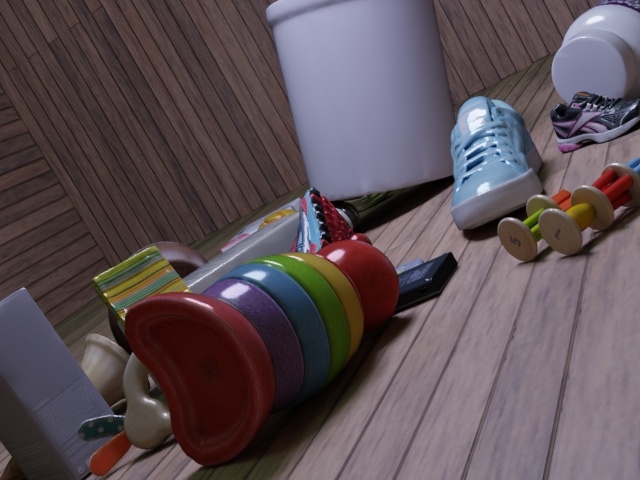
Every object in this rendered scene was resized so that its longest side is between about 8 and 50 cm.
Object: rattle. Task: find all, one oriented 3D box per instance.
[{"bbox_3d":[-0.184,0.195,1.140,0.200,0.130,0.143,-56,-6,5],"label":"rattle"}]

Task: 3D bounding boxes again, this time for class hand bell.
[{"bbox_3d":[-0.374,0.262,1.364,0.242,0.126,0.126,-48,17,-32],"label":"hand bell"}]

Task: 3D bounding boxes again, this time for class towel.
[{"bbox_3d":[-0.195,0.108,1.231,0.102,0.237,0.021,-34,-27,-21],"label":"towel"}]

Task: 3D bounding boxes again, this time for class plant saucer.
[{"bbox_3d":[-0.229,0.101,1.450,0.198,0.199,0.036,-35,20,-33],"label":"plant saucer"}]

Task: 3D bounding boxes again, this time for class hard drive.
[{"bbox_3d":[0.093,0.062,1.133,0.135,0.022,0.094,-25,9,29],"label":"hard drive"}]

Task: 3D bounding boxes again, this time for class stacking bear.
[{"bbox_3d":[-0.027,0.083,0.983,0.164,0.175,0.289,-25,1,44],"label":"stacking bear"}]

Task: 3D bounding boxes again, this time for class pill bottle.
[{"bbox_3d":[0.501,-0.320,1.550,0.169,0.169,0.301,-22,11,46],"label":"pill bottle"}]

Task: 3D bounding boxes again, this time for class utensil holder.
[{"bbox_3d":[0.090,-0.291,1.821,0.327,0.386,0.327,-11,5,1],"label":"utensil holder"}]

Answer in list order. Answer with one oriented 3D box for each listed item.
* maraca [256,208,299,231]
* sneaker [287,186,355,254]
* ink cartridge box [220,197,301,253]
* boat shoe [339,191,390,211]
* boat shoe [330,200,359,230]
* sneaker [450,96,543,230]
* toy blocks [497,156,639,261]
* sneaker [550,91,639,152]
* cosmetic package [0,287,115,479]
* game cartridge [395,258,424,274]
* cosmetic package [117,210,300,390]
[{"bbox_3d":[-0.083,0.012,1.873,0.127,0.099,0.186,-16,39,39],"label":"maraca"},{"bbox_3d":[-0.023,0.024,1.297,0.125,0.104,0.262,-33,27,17],"label":"sneaker"},{"bbox_3d":[-0.109,-0.003,2.073,0.158,0.092,0.218,-27,6,15],"label":"ink cartridge box"},{"bbox_3d":[0.086,-0.092,2.075,0.153,0.048,0.056,-25,9,33],"label":"boat shoe"},{"bbox_3d":[0.036,-0.048,1.851,0.068,0.081,0.228,-36,6,-14],"label":"boat shoe"},{"bbox_3d":[0.230,-0.122,1.343,0.135,0.150,0.366,-28,8,18],"label":"sneaker"},{"bbox_3d":[0.275,-0.040,0.993,0.148,0.054,0.123,-33,9,-25],"label":"toy blocks"},{"bbox_3d":[0.405,-0.187,1.390,0.072,0.077,0.178,-36,11,-35],"label":"sneaker"},{"bbox_3d":[-0.367,0.191,1.189,0.127,0.238,0.107,-21,12,46],"label":"cosmetic package"},{"bbox_3d":[0.097,0.050,1.225,0.083,0.017,0.056,-28,4,14],"label":"game cartridge"},{"bbox_3d":[-0.129,0.089,1.395,0.296,0.129,0.153,-35,8,-30],"label":"cosmetic package"}]
